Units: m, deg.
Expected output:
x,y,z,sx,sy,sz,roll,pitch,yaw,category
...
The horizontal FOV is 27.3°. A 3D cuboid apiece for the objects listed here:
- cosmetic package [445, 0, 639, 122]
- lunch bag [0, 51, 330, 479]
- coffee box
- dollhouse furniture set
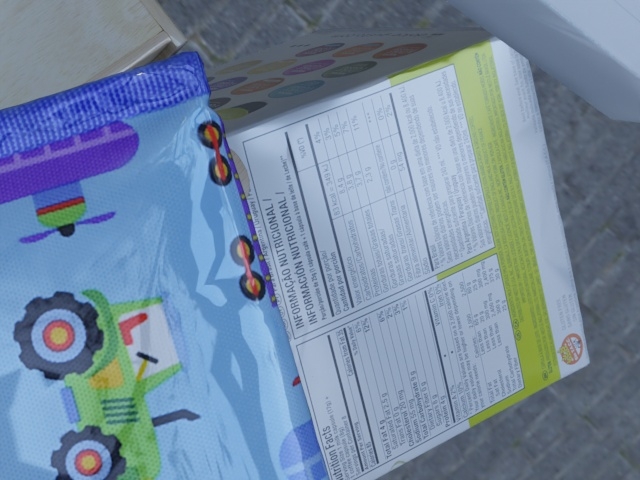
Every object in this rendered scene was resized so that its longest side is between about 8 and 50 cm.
x,y,z,sx,sy,sz,roll,pitch,yaw,category
0.167,-0.269,0.828,0.377,0.097,0.285,25,81,-42,cosmetic package
-0.147,0.101,0.354,0.293,0.138,0.221,-16,91,-15,lunch bag
0.000,0.000,1.273,0.334,0.337,0.338,-24,109,-28,coffee box
-0.236,-0.053,0.864,0.174,0.355,0.303,-41,95,-32,dollhouse furniture set
